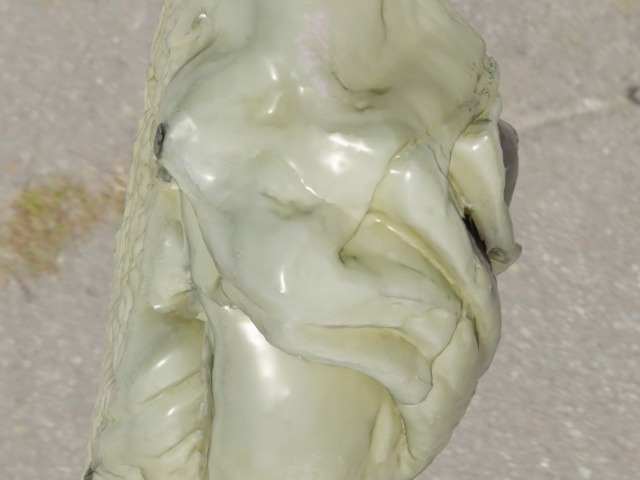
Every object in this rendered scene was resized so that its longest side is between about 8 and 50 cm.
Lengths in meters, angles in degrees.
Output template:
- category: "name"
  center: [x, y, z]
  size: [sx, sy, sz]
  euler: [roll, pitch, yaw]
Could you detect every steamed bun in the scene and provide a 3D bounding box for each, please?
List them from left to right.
- category: "steamed bun"
  center: [0.000, 0.000, 0.842]
  size: [0.275, 0.206, 0.320]
  euler: [-95, 20, -54]
